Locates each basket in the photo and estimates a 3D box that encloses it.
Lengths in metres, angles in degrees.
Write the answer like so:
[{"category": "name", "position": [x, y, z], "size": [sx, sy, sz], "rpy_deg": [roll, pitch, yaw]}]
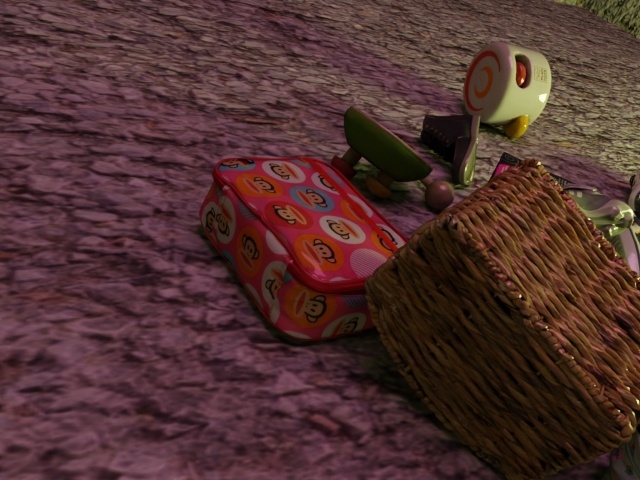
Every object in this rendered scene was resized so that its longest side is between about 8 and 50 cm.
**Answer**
[{"category": "basket", "position": [0.227, 0.095, 0.846], "size": [0.299, 0.213, 0.223], "rpy_deg": [51, 45, 9]}]

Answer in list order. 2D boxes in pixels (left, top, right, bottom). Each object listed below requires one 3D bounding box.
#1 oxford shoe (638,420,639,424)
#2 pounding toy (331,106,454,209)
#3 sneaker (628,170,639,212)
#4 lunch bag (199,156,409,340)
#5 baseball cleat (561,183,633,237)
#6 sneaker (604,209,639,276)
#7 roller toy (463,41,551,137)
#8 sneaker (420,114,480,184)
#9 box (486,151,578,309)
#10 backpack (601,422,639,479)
[{"category": "oxford shoe", "position": [0.336, 0.208, 0.919], "size": [0.212, 0.076, 0.076], "rpy_deg": [34, 64, 18]}, {"category": "pounding toy", "position": [0.109, -0.125, 1.283], "size": [0.237, 0.110, 0.183], "rpy_deg": [34, 7, -37]}, {"category": "sneaker", "position": [0.717, -0.110, 1.604], "size": [0.086, 0.085, 0.237], "rpy_deg": [9, 25, 37]}, {"category": "lunch bag", "position": [0.000, 0.000, 0.999], "size": [0.258, 0.120, 0.293], "rpy_deg": [-4, 40, -40]}, {"category": "baseball cleat", "position": [0.349, -0.044, 1.046], "size": [0.206, 0.072, 0.109], "rpy_deg": [7, 22, -27]}, {"category": "sneaker", "position": [0.531, 0.022, 1.239], "size": [0.127, 0.126, 0.321], "rpy_deg": [14, 30, 1]}, {"category": "roller toy", "position": [0.448, -0.365, 1.727], "size": [0.146, 0.191, 0.209], "rpy_deg": [7, 33, -21]}, {"category": "sneaker", "position": [0.257, -0.184, 1.473], "size": [0.118, 0.083, 0.222], "rpy_deg": [5, 36, 13]}, {"category": "box", "position": [0.319, -0.010, 1.156], "size": [0.163, 0.142, 0.247], "rpy_deg": [26, 34, 8]}, {"category": "backpack", "position": [0.398, 0.279, 0.781], "size": [0.152, 0.115, 0.182], "rpy_deg": [8, 30, -39]}]
